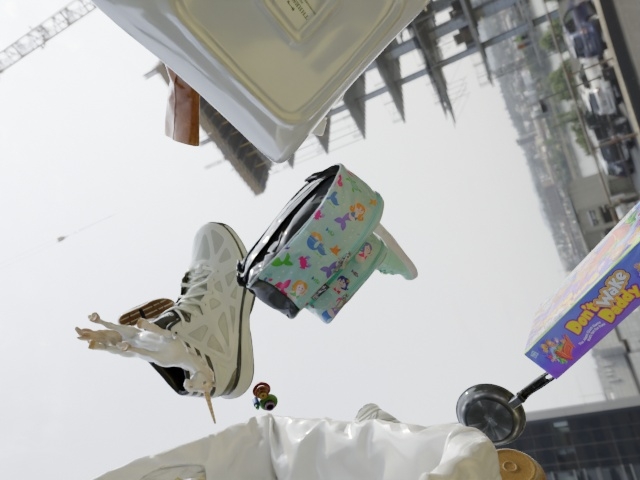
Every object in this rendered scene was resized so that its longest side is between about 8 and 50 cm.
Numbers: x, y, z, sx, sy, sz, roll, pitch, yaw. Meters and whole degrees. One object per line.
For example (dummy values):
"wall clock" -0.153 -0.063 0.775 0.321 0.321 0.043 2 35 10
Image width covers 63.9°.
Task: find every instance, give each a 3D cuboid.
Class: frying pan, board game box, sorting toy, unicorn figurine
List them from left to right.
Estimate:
"unicorn figurine" -0.179 0.119 0.550 0.060 0.162 0.111 -59 -35 -13
"sorting toy" -0.148 0.422 1.356 0.101 0.061 0.042 66 173 -25
"frying pan" 0.552 0.496 1.479 0.053 0.327 0.197 -26 -84 -65
"board game box" 0.555 0.085 1.005 0.078 0.347 0.233 38 -150 13

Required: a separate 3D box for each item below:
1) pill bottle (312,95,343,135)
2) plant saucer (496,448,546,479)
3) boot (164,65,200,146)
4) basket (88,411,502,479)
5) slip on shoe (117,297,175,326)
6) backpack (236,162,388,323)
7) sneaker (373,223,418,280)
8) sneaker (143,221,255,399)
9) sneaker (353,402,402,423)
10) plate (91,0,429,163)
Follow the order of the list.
"pill bottle" -0.021 -0.409 1.121 0.188 0.188 0.333 -12 -60 -66
"plant saucer" 0.237 0.287 0.640 0.083 0.084 0.015 -51 -44 -62
"boot" -0.381 -0.412 1.350 0.096 0.264 0.280 -21 -50 -45
"basket" -0.050 0.319 0.409 0.329 0.332 0.266 -7 -97 -44
"slip on shoe" -0.413 0.172 1.220 0.136 0.041 0.051 -23 -82 -28
"backpack" 0.000 0.000 0.865 0.191 0.253 0.225 32 -177 -11
"sneaker" 0.122 0.053 1.201 0.256 0.151 0.094 41 -168 -45
"sneaker" -0.283 0.142 1.196 0.258 0.169 0.446 25 -128 -59
"sneaker" 0.113 0.537 1.373 0.297 0.130 0.110 -25 -67 -45
"plate" -0.028 -0.244 0.503 0.277 0.278 0.045 39 -176 -42
